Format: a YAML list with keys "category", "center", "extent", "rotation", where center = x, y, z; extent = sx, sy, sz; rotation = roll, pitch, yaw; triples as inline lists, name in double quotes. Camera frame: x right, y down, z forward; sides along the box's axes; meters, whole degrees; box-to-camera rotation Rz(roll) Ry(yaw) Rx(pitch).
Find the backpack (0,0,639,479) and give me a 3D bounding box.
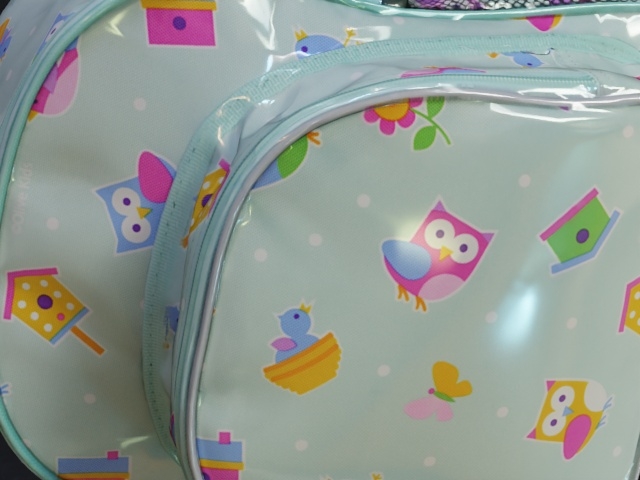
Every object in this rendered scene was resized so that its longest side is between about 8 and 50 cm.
- category: "backpack"
  center: [0.000, 0.000, 0.440]
  extent: [0.188, 0.144, 0.166]
  rotation: [6, 112, -11]
